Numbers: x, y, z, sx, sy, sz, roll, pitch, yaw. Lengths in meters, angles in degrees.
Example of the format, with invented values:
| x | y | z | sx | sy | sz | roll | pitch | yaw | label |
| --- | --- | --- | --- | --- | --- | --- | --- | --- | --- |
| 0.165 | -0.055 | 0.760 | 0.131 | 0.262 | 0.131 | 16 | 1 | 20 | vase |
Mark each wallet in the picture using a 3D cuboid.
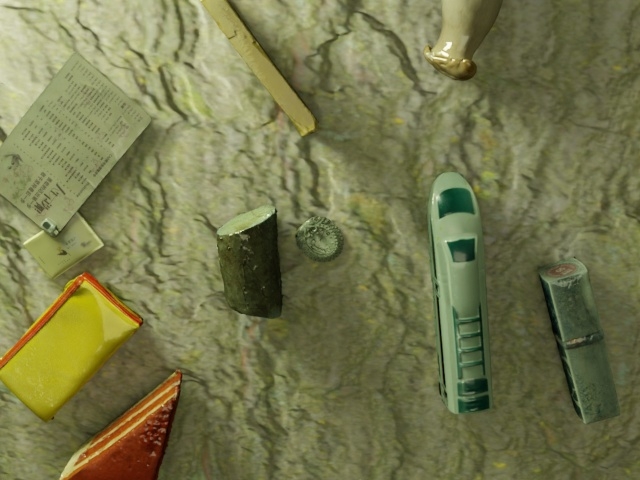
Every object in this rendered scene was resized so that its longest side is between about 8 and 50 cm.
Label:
| x | y | z | sx | sy | sz | roll | pitch | yaw | label |
| --- | --- | --- | --- | --- | --- | --- | --- | --- | --- |
| -0.432 | 0.178 | 1.237 | 0.141 | 0.067 | 0.241 | 44 | 97 | -8 | wallet |

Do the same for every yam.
| x | y | z | sx | sy | sz | roll | pitch | yaw | label |
| --- | --- | --- | --- | --- | --- | --- | --- | --- | --- |
| -0.113 | 0.041 | 1.181 | 0.107 | 0.107 | 0.183 | -5 | 109 | 0 | yam |

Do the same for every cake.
| x | y | z | sx | sy | sz | roll | pitch | yaw | label |
| --- | --- | --- | --- | --- | --- | --- | --- | --- | --- |
| -0.339 | 0.336 | 1.234 | 0.160 | 0.158 | 0.262 | 16 | 103 | -7 | cake |

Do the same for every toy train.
| x | y | z | sx | sy | sz | roll | pitch | yaw | label |
| --- | --- | --- | --- | --- | --- | --- | --- | --- | --- |
| 0.233 | 0.091 | 1.209 | 0.087 | 0.088 | 0.406 | -7 | 106 | 1 | toy train |

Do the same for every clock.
| x | y | z | sx | sy | sz | roll | pitch | yaw | label |
| --- | --- | --- | --- | --- | --- | --- | --- | --- | --- |
| 0.000 | 0.000 | 1.216 | 0.074 | 0.010 | 0.083 | -43 | 104 | 10 | clock |

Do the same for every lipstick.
| x | y | z | sx | sy | sz | roll | pitch | yaw | label |
| --- | --- | --- | --- | --- | --- | --- | --- | --- | --- |
| 0.447 | 0.177 | 1.243 | 0.076 | 0.077 | 0.289 | -19 | 107 | 4 | lipstick |

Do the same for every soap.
| x | y | z | sx | sy | sz | roll | pitch | yaw | label |
| --- | --- | --- | --- | --- | --- | --- | --- | --- | --- |
| -0.087 | -0.265 | 1.093 | 0.037 | 0.092 | 0.252 | -36 | 104 | 7 | soap |

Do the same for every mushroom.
| x | y | z | sx | sy | sz | roll | pitch | yaw | label |
| --- | --- | --- | --- | --- | --- | --- | --- | --- | --- |
| 0.218 | -0.347 | 1.079 | 0.097 | 0.088 | 0.212 | 17 | 112 | 4 | mushroom |

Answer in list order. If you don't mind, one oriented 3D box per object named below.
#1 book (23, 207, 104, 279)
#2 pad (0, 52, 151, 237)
| x | y | z | sx | sy | sz | roll | pitch | yaw | label |
| --- | --- | --- | --- | --- | --- | --- | --- | --- | --- |
| -0.427 | 0.006 | 1.206 | 0.111 | 0.014 | 0.077 | -32 | 105 | 8 | book |
| -0.410 | -0.148 | 1.157 | 0.159 | 0.009 | 0.265 | 41 | 100 | -7 | pad |
